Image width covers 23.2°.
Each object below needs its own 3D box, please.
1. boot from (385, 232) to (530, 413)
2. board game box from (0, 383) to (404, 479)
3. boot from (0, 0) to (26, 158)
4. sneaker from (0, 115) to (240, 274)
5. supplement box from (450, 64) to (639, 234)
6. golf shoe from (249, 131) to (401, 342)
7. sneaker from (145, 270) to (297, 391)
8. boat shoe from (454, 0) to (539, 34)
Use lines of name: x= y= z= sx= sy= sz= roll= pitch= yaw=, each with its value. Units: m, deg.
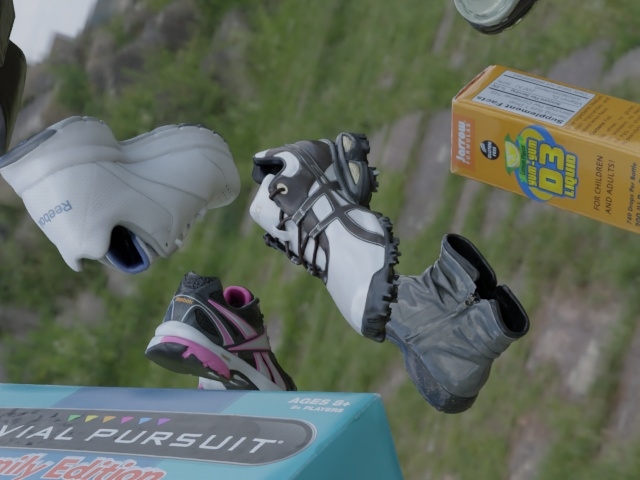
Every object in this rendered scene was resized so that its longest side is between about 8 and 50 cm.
boot: x=0.112 y=0.046 z=1.618 sx=0.083 sy=0.246 sz=0.161 roll=-20 pitch=-32 yaw=-40
board game box: x=-0.152 y=0.168 z=0.658 sx=0.336 sy=0.254 sz=0.079 roll=-37 pitch=-62 yaw=-51
boot: x=-0.440 y=-0.177 z=1.533 sx=0.264 sy=0.281 sz=0.096 roll=98 pitch=-179 yaw=-66
sneaker: x=-0.162 y=-0.030 z=1.372 sx=0.111 sy=0.129 sz=0.297 roll=-30 pitch=-11 yaw=29
supplement box: x=0.217 y=-0.065 z=1.218 sx=0.080 sy=0.233 sz=0.078 roll=-39 pitch=-42 yaw=-40
golf shoe: x=0.000 y=0.000 z=1.062 sx=0.198 sy=0.094 sz=0.077 roll=-106 pitch=20 yaw=-54
sneaker: x=-0.060 y=0.076 z=1.161 sx=0.178 sy=0.072 sz=0.077 roll=47 pitch=-125 yaw=-62
boat shoe: x=0.211 y=-0.296 z=1.482 sx=0.227 sy=0.081 sz=0.069 roll=-52 pitch=-20 yaw=3
